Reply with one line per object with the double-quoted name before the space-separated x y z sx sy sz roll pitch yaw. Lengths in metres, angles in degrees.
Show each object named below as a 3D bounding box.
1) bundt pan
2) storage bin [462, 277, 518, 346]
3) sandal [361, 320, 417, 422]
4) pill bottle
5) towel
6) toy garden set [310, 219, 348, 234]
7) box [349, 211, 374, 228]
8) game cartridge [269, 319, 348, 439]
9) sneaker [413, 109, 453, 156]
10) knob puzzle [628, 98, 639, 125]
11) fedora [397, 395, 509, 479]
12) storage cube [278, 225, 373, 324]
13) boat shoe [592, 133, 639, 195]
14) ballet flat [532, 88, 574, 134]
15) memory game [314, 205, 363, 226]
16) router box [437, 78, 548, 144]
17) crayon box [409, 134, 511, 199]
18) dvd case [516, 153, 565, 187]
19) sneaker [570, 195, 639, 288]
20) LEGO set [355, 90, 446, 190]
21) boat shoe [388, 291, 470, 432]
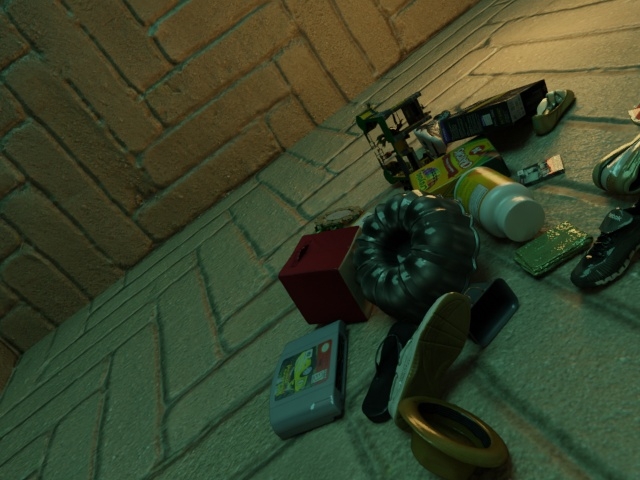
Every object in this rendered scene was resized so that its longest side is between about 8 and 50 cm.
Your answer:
"bundt pan" 0.201 0.027 1.224 0.330 0.124 0.331 -24 56 42
"storage bin" 0.323 0.141 1.078 0.135 0.098 0.091 -45 14 -18
"sandal" 0.154 0.266 1.114 0.097 0.054 0.255 -18 29 36
"pill bottle" 0.439 -0.088 1.276 0.136 0.136 0.246 -35 23 5
"towel" 0.503 0.018 1.128 0.148 0.027 0.110 -35 22 7
"toy garden set" 0.000 0.000 1.832 0.203 0.049 0.244 -39 23 -5
"box" 0.163 -0.053 1.734 0.081 0.028 0.136 -41 26 -11
"game cartridge" -0.029 0.330 1.257 0.196 0.060 0.294 -32 23 21
"sneaker" 0.442 -0.402 1.901 0.153 0.101 0.269 -36 21 8
"knob puzzle" 0.870 -0.347 1.296 0.213 0.030 0.213 -30 24 15
"fedora" 0.206 0.330 0.847 0.194 0.194 0.079 35 110 66
"storage cube" 0.038 0.097 1.406 0.193 0.215 0.184 -10 33 34
"boat shoe" 0.747 -0.205 1.115 0.302 0.113 0.103 -44 23 10
"ballet flat" 0.714 -0.416 1.587 0.080 0.073 0.232 -5 38 50
"memory game" 0.065 -0.089 1.886 0.186 0.012 0.186 -16 17 5
"router box" 0.565 -0.418 1.681 0.242 0.081 0.308 -8 18 48
"crayon box" 0.395 -0.189 1.597 0.318 0.081 0.202 -30 24 16
"dvd case" 0.593 -0.186 1.400 0.119 0.013 0.087 -22 27 28
"sneaker" 0.563 -0.007 0.988 0.234 0.106 0.078 -37 22 -1
"LEGO set" 0.293 -0.359 1.782 0.192 0.331 0.255 -34 9 -14
"boat shoe" 0.197 0.224 1.007 0.277 0.098 0.096 -63 16 -6
